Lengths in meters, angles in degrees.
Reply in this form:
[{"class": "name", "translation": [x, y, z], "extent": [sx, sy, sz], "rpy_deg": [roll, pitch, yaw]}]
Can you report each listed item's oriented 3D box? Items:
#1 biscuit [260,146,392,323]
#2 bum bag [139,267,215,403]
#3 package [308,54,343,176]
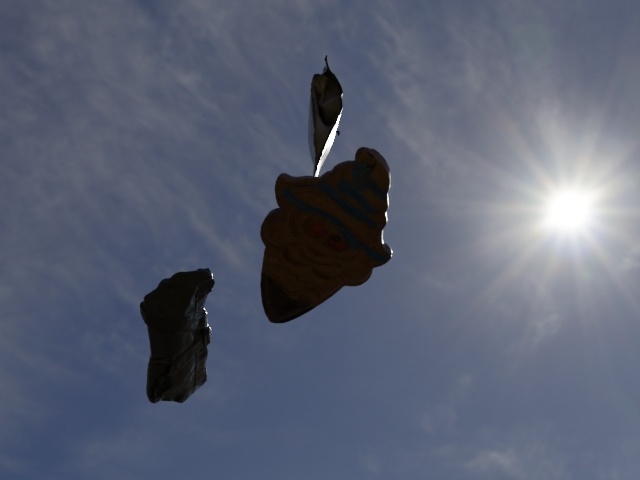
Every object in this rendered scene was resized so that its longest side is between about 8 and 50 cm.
[{"class": "biscuit", "translation": [0.000, 0.000, 1.216], "extent": [0.183, 0.043, 0.280], "rpy_deg": [30, -71, -10]}, {"class": "bum bag", "translation": [-0.171, 0.114, 1.098], "extent": [0.087, 0.049, 0.197], "rpy_deg": [-23, -47, -36]}, {"class": "package", "translation": [0.003, -0.190, 1.704], "extent": [0.062, 0.250, 0.204], "rpy_deg": [8, -7, 0]}]
